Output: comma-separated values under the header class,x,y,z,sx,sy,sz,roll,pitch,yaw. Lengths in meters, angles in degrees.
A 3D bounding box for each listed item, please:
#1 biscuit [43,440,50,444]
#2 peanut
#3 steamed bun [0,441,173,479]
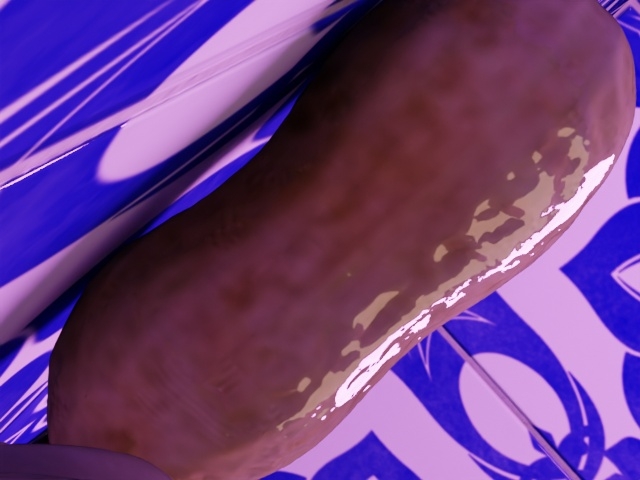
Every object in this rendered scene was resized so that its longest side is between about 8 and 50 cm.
class,x,y,z,sx,sy,sz,roll,pitch,yaw
biscuit,-0.212,0.208,1.310,0.365,0.062,0.385,-45,176,18
peanut,0.000,0.000,0.740,0.274,0.111,0.125,-39,-167,9
steamed bun,-0.121,0.184,0.574,0.339,0.247,0.352,-26,171,7
